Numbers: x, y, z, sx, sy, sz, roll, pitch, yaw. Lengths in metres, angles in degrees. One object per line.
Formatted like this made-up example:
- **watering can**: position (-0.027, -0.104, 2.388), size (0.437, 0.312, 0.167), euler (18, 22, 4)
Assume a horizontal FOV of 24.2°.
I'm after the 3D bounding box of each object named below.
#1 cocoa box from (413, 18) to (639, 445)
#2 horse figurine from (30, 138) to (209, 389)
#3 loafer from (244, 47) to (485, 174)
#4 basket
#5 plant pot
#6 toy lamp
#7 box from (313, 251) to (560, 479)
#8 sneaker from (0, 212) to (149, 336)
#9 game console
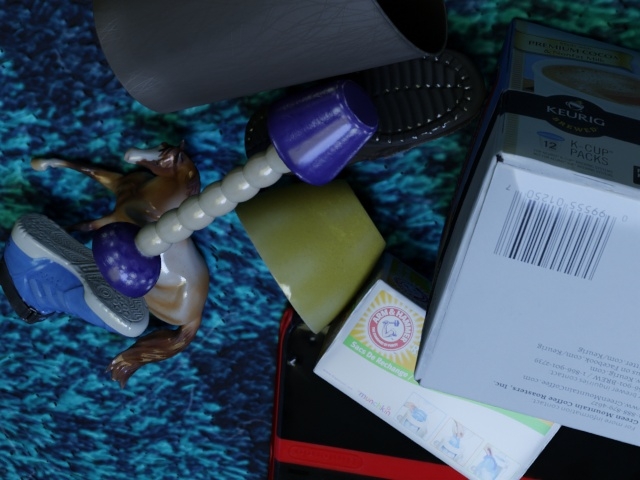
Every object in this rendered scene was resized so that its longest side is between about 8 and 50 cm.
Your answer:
- **cocoa box**: position (0.276, 0.010, 1.175), size (0.347, 0.228, 0.231), euler (15, 126, 0)
- **horse figurine**: position (-0.167, 0.015, 1.368), size (0.175, 0.066, 0.263), euler (0, 123, 18)
- **loafer**: position (0.042, -0.106, 1.236), size (0.220, 0.078, 0.080), euler (-12, 82, 30)
- **basket**: position (-0.049, -0.193, 1.146), size (0.227, 0.154, 0.204), euler (-17, 131, 26)
- **plant pot**: position (0.000, 0.000, 1.298), size (0.095, 0.134, 0.134), euler (-32, 116, 1)
- **toy lamp**: position (-0.071, -0.043, 1.212), size (0.275, 0.080, 0.080), euler (-32, 114, 28)
- **box**: position (0.107, 0.116, 1.317), size (0.203, 0.114, 0.103), euler (35, 104, -1)
- **sneaker**: position (-0.226, 0.051, 1.339), size (0.152, 0.058, 0.084), euler (37, 123, 6)
- **game console**: position (0.139, 0.226, 1.473), size (0.387, 0.060, 0.342), euler (8, 120, 4)
